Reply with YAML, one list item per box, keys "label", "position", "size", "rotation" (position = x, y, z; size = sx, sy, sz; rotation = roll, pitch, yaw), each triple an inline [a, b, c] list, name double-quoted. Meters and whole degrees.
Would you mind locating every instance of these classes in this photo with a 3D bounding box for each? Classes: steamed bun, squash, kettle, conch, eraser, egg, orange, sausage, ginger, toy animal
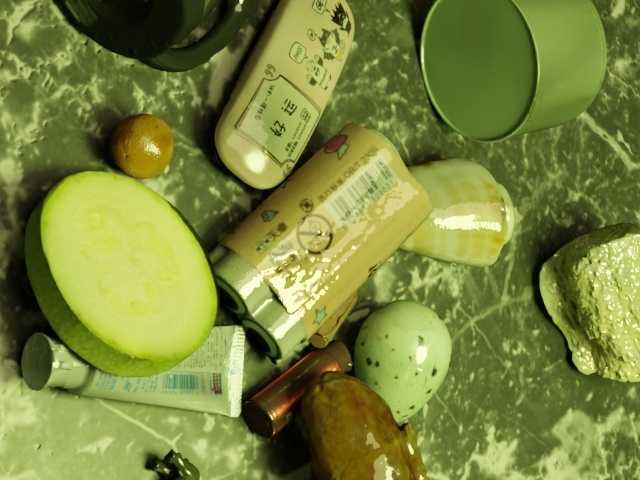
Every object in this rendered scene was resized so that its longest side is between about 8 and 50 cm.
- label: "steamed bun"
  position: [0.419, 0.099, 2.202]
  size: [0.170, 0.200, 0.226]
  rotation: [-19, 97, 1]
- label: "squash"
  position: [-0.227, 0.035, 1.749]
  size: [0.252, 0.049, 0.252]
  rotation: [28, 44, -30]
- label: "kettle"
  position: [-0.160, -0.355, 1.824]
  size: [0.251, 0.207, 0.271]
  rotation: [50, 48, -12]
- label: "conch"
  position: [0.177, -0.040, 2.068]
  size: [0.255, 0.127, 0.158]
  rotation: [-3, 84, -37]
- label: "eraser"
  position: [0.000, 0.000, 1.915]
  size: [0.290, 0.087, 0.171]
  rotation: [-44, 106, -22]
- label: "egg"
  position: [0.102, 0.159, 1.983]
  size: [0.131, 0.131, 0.164]
  rotation: [22, 92, -33]
- label: "orange"
  position: [-0.213, -0.114, 1.812]
  size: [0.085, 0.085, 0.085]
  rotation: [8, 77, -37]
- label: "sausage"
  position: [0.020, 0.100, 1.968]
  size: [0.026, 0.026, 0.116]
  rotation: [57, 38, -15]
- label: "ginger"
  position: [0.052, 0.325, 1.869]
  size: [0.172, 0.165, 0.321]
  rotation: [4, 86, -11]
- label: "toy animal"
  position: [-0.182, 0.319, 1.775]
  size: [0.065, 0.047, 0.136]
  rotation: [39, 55, -35]

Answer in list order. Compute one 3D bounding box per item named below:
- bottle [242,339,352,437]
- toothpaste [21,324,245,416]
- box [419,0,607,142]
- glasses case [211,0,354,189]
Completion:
- label: "bottle"
  position: [-0.026, 0.183, 1.916]
  size: [0.164, 0.060, 0.060]
  rotation: [-36, 104, -36]
- label: "toothpaste"
  position: [-0.208, 0.148, 1.780]
  size: [0.299, 0.073, 0.114]
  rotation: [8, 81, -43]
- label: "box"
  position: [0.270, -0.259, 2.116]
  size: [0.149, 0.226, 0.226]
  rotation: [-15, 91, -38]
- label: "glasses case"
  position: [-0.045, -0.208, 1.959]
  size: [0.122, 0.075, 0.314]
  rotation: [38, 61, -25]
